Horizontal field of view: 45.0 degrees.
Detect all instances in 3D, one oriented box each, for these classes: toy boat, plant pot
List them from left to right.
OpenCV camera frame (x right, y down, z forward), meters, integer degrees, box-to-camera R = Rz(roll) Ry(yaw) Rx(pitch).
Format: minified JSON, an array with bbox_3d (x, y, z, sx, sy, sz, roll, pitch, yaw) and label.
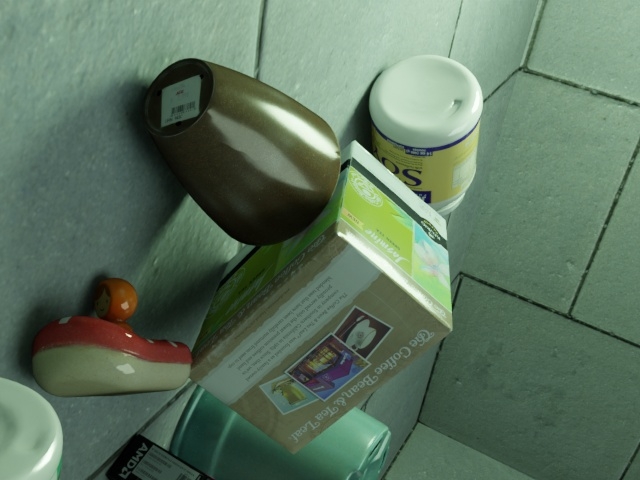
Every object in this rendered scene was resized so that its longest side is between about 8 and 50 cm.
[{"bbox_3d":[-0.268,0.123,1.003,0.231,0.150,0.151,33,50,-71],"label":"toy boat"},{"bbox_3d":[-0.118,-0.131,1.011,0.230,0.215,0.216,37,76,-56],"label":"plant pot"},{"bbox_3d":[-0.062,0.410,1.515,0.341,0.334,0.341,-53,156,-37],"label":"plant pot"}]

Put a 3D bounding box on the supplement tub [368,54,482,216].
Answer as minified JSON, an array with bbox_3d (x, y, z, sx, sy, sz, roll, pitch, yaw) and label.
[{"bbox_3d":[0.234,-0.220,1.733,0.241,0.241,0.331,-58,158,-25],"label":"supplement tub"}]

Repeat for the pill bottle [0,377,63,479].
[{"bbox_3d":[-0.382,0.336,0.794,0.204,0.204,0.361,-33,140,-58],"label":"pill bottle"}]

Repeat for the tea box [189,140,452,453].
[{"bbox_3d":[0.007,0.078,1.175,0.329,0.220,0.324,-43,-163,24],"label":"tea box"}]

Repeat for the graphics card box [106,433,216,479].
[{"bbox_3d":[-0.163,0.485,1.279,0.094,0.370,0.233,-54,156,-31],"label":"graphics card box"}]
